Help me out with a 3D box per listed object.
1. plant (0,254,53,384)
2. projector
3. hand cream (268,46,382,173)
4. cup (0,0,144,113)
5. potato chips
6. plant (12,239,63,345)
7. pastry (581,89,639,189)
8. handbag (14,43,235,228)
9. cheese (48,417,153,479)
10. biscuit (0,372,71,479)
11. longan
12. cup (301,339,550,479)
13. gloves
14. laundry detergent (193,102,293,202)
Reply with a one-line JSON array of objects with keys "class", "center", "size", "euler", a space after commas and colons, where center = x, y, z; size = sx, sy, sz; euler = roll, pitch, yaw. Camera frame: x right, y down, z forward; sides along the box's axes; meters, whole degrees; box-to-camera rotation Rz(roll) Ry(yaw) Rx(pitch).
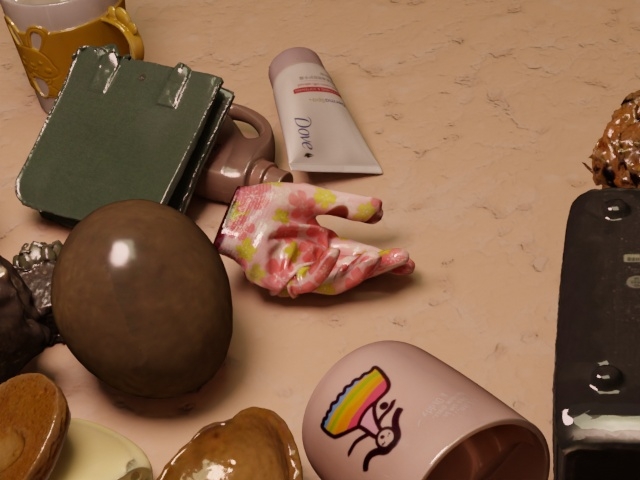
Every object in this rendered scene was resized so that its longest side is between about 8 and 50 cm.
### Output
[{"class": "plant", "center": [-0.467, 0.112, 1.766], "size": [0.276, 0.188, 0.199], "euler": [-32, 43, -2]}, {"class": "projector", "center": [0.438, 0.132, 1.549], "size": [0.395, 0.242, 0.405], "euler": [0, 39, 13]}, {"class": "hand cream", "center": [-0.011, -0.172, 2.143], "size": [0.133, 0.083, 0.248], "euler": [-2, 41, -20]}, {"class": "cup", "center": [-0.351, -0.302, 2.251], "size": [0.241, 0.226, 0.185], "euler": [24, 48, 33]}, {"class": "potato chips", "center": [-0.091, 0.275, 1.608], "size": [0.195, 0.062, 0.208], "euler": [-46, 38, -17]}, {"class": "plant", "center": [-0.348, 0.062, 1.915], "size": [0.094, 0.092, 0.143], "euler": [-19, 45, 1]}, {"class": "pastry", "center": [0.436, -0.055, 1.771], "size": [0.275, 0.275, 0.193], "euler": [16, 33, 28]}, {"class": "handbag", "center": [-0.265, -0.130, 2.051], "size": [0.247, 0.079, 0.260], "euler": [15, 76, 29]}, {"class": "cheese", "center": [-0.300, 0.232, 1.722], "size": [0.127, 0.054, 0.251], "euler": [-29, 42, -28]}, {"class": "biscuit", "center": [-0.350, 0.242, 1.662], "size": [0.208, 0.049, 0.181], "euler": [-44, 38, -1]}, {"class": "longan", "center": [-0.206, 0.063, 1.789], "size": [0.215, 0.246, 0.246], "euler": [-11, 37, 20]}, {"class": "cup", "center": [0.079, 0.241, 1.554], "size": [0.253, 0.191, 0.200], "euler": [-53, 44, -1]}, {"class": "gloves", "center": [-0.005, 0.009, 1.895], "size": [0.241, 0.126, 0.145], "euler": [23, 35, -6]}, {"class": "laundry detergent", "center": [-0.128, -0.128, 2.110], "size": [0.237, 0.076, 0.171], "euler": [15, 46, 26]}]
